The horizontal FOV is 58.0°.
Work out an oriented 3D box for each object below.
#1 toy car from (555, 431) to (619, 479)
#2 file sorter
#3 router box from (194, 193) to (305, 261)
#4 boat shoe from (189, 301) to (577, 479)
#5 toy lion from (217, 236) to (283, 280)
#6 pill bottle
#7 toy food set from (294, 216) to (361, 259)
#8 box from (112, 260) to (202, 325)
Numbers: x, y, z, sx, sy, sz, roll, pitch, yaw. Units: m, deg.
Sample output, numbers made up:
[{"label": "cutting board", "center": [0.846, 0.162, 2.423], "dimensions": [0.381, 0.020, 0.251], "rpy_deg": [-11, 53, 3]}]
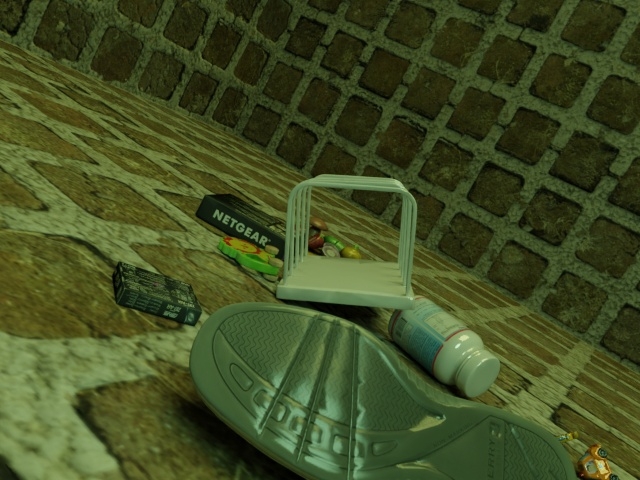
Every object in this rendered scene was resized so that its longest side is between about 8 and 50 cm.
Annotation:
[{"label": "toy car", "center": [0.351, 0.298, 0.775], "dimensions": [0.041, 0.060, 0.122], "rpy_deg": [-15, -8, -1]}, {"label": "file sorter", "center": [0.050, -0.012, 0.921], "dimensions": [0.193, 0.172, 0.277], "rpy_deg": [4, 9, 5]}, {"label": "router box", "center": [-0.124, -0.027, 1.063], "dimensions": [0.179, 0.046, 0.133], "rpy_deg": [29, 10, 7]}, {"label": "boat shoe", "center": [0.044, 0.152, 0.457], "dimensions": [0.321, 0.103, 0.118], "rpy_deg": [24, 55, -10]}, {"label": "toy lion", "center": [-0.112, 0.022, 0.899], "dimensions": [0.096, 0.034, 0.100], "rpy_deg": [18, 12, -16]}, {"label": "pill bottle", "center": [0.179, 0.153, 0.842], "dimensions": [0.087, 0.087, 0.160], "rpy_deg": [20, 13, -41]}, {"label": "toy food set", "center": [0.000, 0.000, 1.195], "dimensions": [0.218, 0.071, 0.128], "rpy_deg": [31, 10, 17]}, {"label": "box", "center": [-0.168, 0.054, 0.591], "dimensions": [0.083, 0.018, 0.067], "rpy_deg": [23, 11, -30]}]
